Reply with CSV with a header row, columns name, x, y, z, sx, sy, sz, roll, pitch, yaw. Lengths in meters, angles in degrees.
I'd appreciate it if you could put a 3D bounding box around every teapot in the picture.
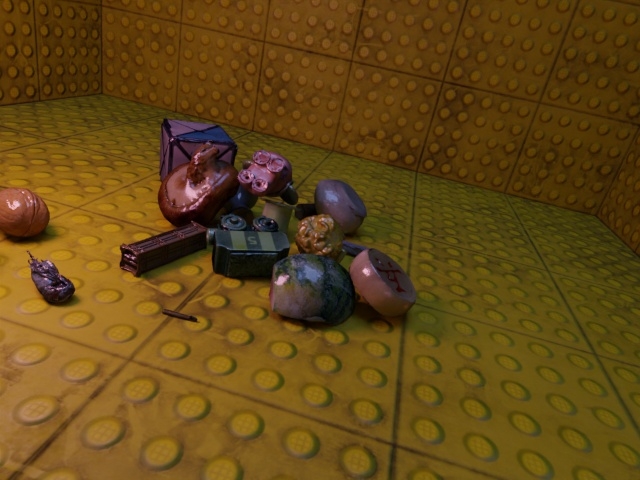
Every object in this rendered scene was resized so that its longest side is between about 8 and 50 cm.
name,x,y,z,sx,sy,sz,roll,pitch,yaw
teapot,-0.353,-0.163,1.958,0.183,0.183,0.251,3,36,-19

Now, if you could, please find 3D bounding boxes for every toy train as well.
name,x,y,z,sx,sy,sz,roll,pitch,yaw
toy train,-0.256,0.024,1.612,0.299,0.167,0.238,2,36,-19

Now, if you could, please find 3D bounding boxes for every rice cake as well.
name,x,y,z,sx,sy,sz,roll,pitch,yaw
rice cake,0.119,0.030,1.889,0.270,0.049,0.055,17,11,13

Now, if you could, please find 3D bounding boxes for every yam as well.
name,x,y,z,sx,sy,sz,roll,pitch,yaw
yam,-0.052,-0.139,2.145,0.127,0.084,0.084,-1,27,-36
yam,-0.403,0.214,1.287,0.107,0.014,0.014,14,24,4

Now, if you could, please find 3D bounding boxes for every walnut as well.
name,x,y,z,sx,sy,sz,roll,pitch,yaw
walnut,-1.007,-0.095,1.505,0.165,0.165,0.197,-10,36,-40

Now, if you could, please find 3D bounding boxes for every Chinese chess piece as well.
name,x,y,z,sx,sy,sz,roll,pitch,yaw
Chinese chess piece,0.209,0.141,1.509,0.250,0.103,0.250,37,23,-19

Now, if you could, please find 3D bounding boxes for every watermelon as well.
name,x,y,z,sx,sy,sz,roll,pitch,yaw
watermelon,-0.006,0.164,1.450,0.305,0.180,0.224,9,68,-17

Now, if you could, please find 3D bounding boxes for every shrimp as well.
name,x,y,z,sx,sy,sz,roll,pitch,yaw
shrimp,-0.782,0.092,1.275,0.233,0.090,0.079,39,53,22

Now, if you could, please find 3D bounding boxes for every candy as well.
name,x,y,z,sx,sy,sz,roll,pitch,yaw
candy,0.076,-0.153,2.068,0.295,0.185,0.295,34,29,-21

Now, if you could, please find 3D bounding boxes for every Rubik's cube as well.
name,x,y,z,sx,sy,sz,roll,pitch,yaw
Rubik's cube,-0.590,-0.385,2.139,0.305,0.310,0.307,-2,30,-27

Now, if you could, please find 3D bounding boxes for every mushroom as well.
name,x,y,z,sx,sy,sz,roll,pitch,yaw
mushroom,-0.502,-0.220,1.792,0.345,0.259,0.345,-9,50,11

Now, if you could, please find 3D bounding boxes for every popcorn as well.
name,x,y,z,sx,sy,sz,roll,pitch,yaw
popcorn,0.003,0.008,1.724,0.181,0.216,0.235,-24,42,-12

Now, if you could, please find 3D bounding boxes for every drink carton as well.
name,x,y,z,sx,sy,sz,roll,pitch,yaw
drink carton,-0.187,-0.089,1.857,0.144,0.142,0.146,12,7,-46

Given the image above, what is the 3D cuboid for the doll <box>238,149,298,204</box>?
name,x,y,z,sx,sy,sz,roll,pitch,yaw
doll,-0.220,-0.246,1.850,0.284,0.268,0.216,33,72,10

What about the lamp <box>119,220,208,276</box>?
name,x,y,z,sx,sy,sz,roll,pitch,yaw
lamp,-0.531,0.021,1.556,0.089,0.090,0.325,23,27,22
